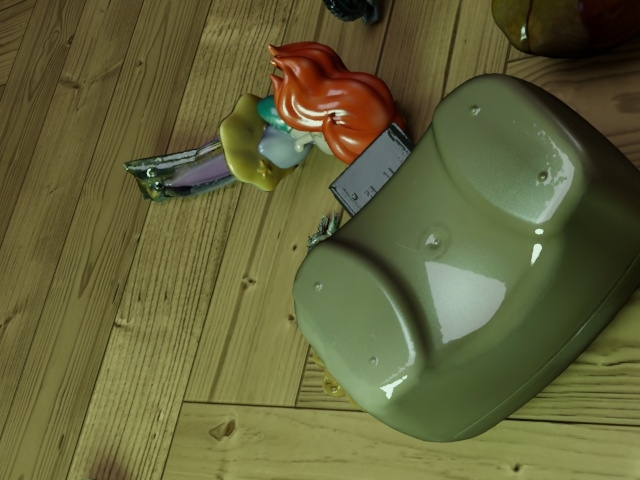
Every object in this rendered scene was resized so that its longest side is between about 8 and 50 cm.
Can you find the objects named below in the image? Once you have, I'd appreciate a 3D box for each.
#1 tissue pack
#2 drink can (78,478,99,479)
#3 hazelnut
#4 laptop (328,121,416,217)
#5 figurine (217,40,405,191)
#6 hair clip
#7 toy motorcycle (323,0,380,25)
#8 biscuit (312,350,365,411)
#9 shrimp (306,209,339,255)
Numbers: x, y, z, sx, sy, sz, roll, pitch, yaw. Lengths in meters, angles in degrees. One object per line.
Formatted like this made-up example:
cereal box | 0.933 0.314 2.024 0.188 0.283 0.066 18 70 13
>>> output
tissue pack | 0.184 0.031 1.247 0.387 0.276 0.267 -50 48 13
drink can | -0.327 0.452 1.637 0.118 0.118 0.205 -49 39 12
hazelnut | 0.329 -0.313 1.389 0.212 0.180 0.181 29 117 52
laptop | 0.108 -0.051 1.509 0.135 0.016 0.197 -46 64 15
figurine | -0.015 -0.185 1.637 0.257 0.181 0.208 -17 78 40
hair clip | -0.188 -0.143 1.902 0.358 0.096 0.110 -16 21 30
toy motorcycle | 0.063 -0.470 1.786 0.106 0.159 0.271 -18 70 51
biscuit | 0.053 0.160 1.487 0.133 0.027 0.184 -46 41 14
shrimp | -0.001 -0.002 1.642 0.038 0.029 0.092 11 70 57
